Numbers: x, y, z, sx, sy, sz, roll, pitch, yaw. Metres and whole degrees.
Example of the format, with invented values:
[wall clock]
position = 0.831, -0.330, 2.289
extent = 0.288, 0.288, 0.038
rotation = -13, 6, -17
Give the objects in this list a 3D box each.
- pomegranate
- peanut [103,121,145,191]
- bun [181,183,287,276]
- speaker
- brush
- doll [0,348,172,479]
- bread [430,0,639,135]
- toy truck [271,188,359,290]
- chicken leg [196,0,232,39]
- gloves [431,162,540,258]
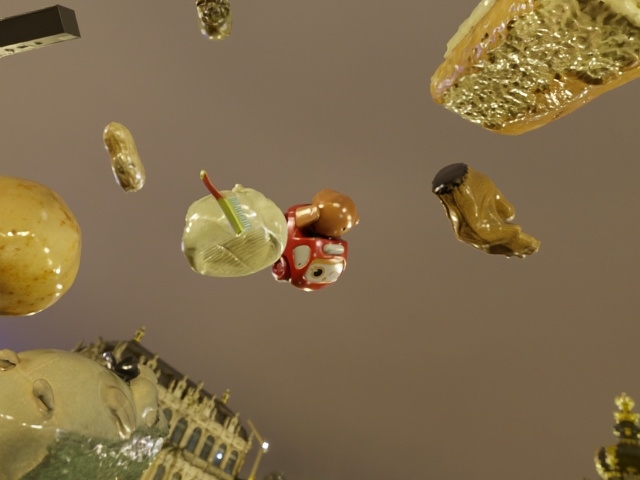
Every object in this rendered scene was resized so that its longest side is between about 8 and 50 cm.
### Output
[pomegranate]
position = -0.718, 0.028, 0.997
extent = 0.343, 0.342, 0.342
rotation = 14, -36, 10
[peanut]
position = -0.589, -0.251, 1.348
extent = 0.100, 0.100, 0.213
rotation = -3, -77, 31
[bun]
position = -0.185, -0.024, 0.956
extent = 0.230, 0.145, 0.229
rotation = -15, -30, -9
[speaker]
position = -0.492, -0.338, 0.732
extent = 0.191, 0.040, 0.046
rotation = -6, -77, 11
[brush]
position = -0.103, -0.044, 0.487
extent = 0.083, 0.021, 0.019
rotation = 56, -33, 5
[doll]
position = -0.388, 0.293, 0.728
extent = 0.248, 0.247, 0.349
rotation = 4, -32, 22
[bread]
position = 0.340, -0.288, 0.653
extent = 0.237, 0.164, 0.375
rotation = 24, -6, -4
[toy truck]
position = 0.000, 0.000, 1.214
extent = 0.189, 0.264, 0.239
rotation = 4, -12, -39
[chicken leg]
position = -0.253, -0.551, 1.079
extent = 0.088, 0.227, 0.103
rotation = -13, -51, 2
[gloves]
position = 0.448, -0.065, 1.235
extent = 0.357, 0.203, 0.155
rotation = 38, -50, -11
